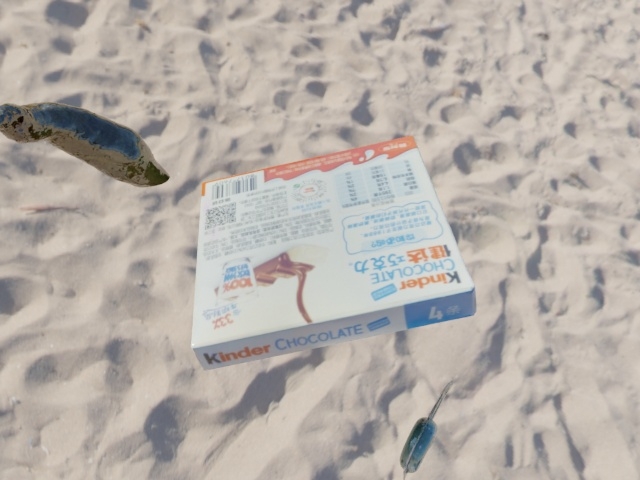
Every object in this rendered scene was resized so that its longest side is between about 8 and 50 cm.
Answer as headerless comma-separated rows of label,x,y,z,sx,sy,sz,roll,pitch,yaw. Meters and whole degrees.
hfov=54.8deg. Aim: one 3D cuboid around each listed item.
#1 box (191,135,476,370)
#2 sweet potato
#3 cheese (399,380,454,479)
box,0.000,0.000,0.673,0.273,0.048,0.265,-11,41,3
sweet potato,-0.154,-0.067,0.409,0.041,0.038,0.153,37,9,27
cheese,0.116,0.214,0.690,0.026,0.121,0.067,26,14,19
